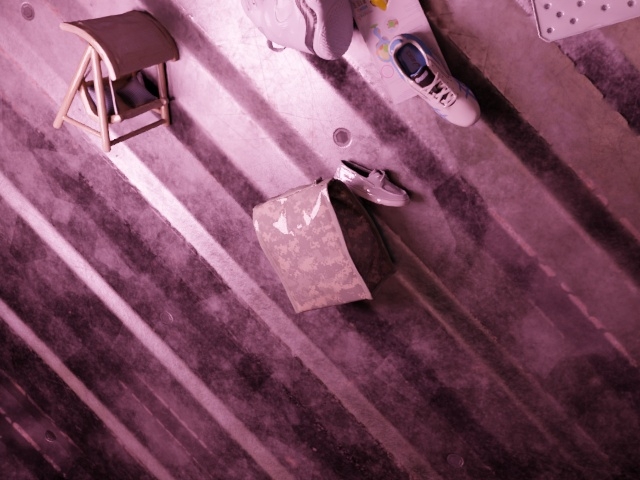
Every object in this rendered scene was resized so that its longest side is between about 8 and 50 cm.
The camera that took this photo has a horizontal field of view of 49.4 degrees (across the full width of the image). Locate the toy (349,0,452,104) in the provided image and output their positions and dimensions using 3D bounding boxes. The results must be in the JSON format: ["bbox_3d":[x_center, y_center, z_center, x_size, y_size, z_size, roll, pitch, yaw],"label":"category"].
[{"bbox_3d":[0.165,-0.416,1.420,0.136,0.056,0.237,-19,110,31],"label":"toy"}]

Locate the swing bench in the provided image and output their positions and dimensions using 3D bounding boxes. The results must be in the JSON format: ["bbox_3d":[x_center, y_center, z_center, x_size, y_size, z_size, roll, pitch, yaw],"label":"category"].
[{"bbox_3d":[-0.460,-0.375,1.598,0.165,0.253,0.255,25,121,11],"label":"swing bench"}]

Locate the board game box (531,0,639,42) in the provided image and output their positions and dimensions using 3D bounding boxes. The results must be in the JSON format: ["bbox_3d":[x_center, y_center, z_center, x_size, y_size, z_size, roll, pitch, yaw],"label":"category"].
[{"bbox_3d":[0.527,-0.576,1.156,0.389,0.050,0.390,-11,98,27],"label":"board game box"}]

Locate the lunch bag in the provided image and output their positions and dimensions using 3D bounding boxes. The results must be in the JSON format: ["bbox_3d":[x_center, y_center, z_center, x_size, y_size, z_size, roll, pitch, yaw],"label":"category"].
[{"bbox_3d":[0.000,0.000,1.606,0.235,0.169,0.287,-16,108,37],"label":"lunch bag"}]

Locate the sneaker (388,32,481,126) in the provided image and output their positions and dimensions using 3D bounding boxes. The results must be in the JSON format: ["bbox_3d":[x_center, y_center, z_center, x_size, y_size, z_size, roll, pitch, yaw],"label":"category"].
[{"bbox_3d":[0.221,-0.309,1.373,0.237,0.086,0.085,43,123,-8],"label":"sneaker"}]

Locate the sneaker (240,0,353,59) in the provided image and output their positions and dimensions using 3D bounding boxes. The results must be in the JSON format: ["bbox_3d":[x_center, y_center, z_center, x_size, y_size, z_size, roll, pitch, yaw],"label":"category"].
[{"bbox_3d":[-0.064,-0.542,1.382,0.210,0.137,0.366,10,124,37],"label":"sneaker"}]

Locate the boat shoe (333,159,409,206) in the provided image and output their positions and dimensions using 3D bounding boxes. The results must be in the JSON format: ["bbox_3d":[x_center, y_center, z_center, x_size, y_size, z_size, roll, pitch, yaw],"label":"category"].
[{"bbox_3d":[0.119,-0.133,1.571,0.184,0.066,0.063,26,122,22],"label":"boat shoe"}]
